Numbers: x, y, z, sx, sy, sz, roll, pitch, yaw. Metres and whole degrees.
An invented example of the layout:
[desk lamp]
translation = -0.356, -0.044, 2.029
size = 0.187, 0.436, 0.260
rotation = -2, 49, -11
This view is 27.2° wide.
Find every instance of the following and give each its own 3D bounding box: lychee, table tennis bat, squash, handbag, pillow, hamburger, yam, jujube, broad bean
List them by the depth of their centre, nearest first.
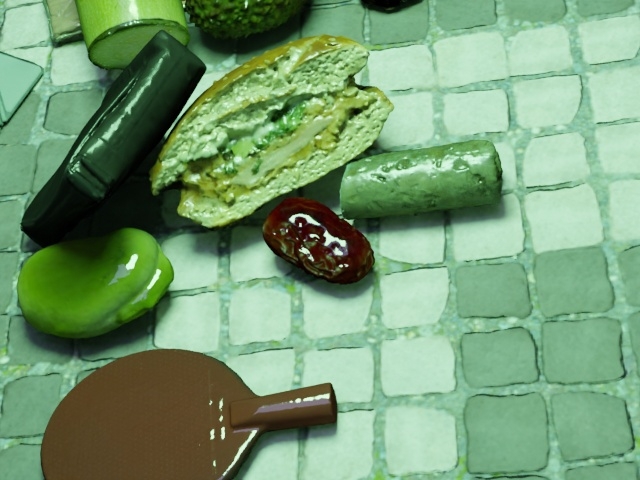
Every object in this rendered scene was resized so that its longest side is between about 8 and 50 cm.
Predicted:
[table tennis bat]
translation = -0.137, 0.190, 1.339
size = 0.310, 0.038, 0.200
rotation = -10, 53, 6
[jujube]
translation = 0.000, 0.000, 1.424
size = 0.129, 0.077, 0.077
rotation = 27, 65, 23
[yam]
translation = 0.111, -0.065, 1.445
size = 0.179, 0.078, 0.078
rotation = -8, 53, 11
[broad bean]
translation = -0.245, 0.049, 1.448
size = 0.174, 0.082, 0.124
rotation = -20, 52, 11
[handbag]
translation = -0.231, -0.102, 1.474
size = 0.080, 0.247, 0.223
rotation = 35, 65, -12
[hamburger]
translation = -0.067, -0.132, 1.483
size = 0.283, 0.144, 0.156
rotation = -29, 22, 3
[lychee]
translation = -0.095, -0.323, 1.632
size = 0.171, 0.171, 0.171
rotation = -6, 54, 9
[squash]
translation = -0.252, -0.345, 1.650
size = 0.132, 0.132, 0.247
rotation = -17, 73, 1
[pillow]
translation = -0.254, -0.336, 1.747
size = 0.232, 0.043, 0.126
rotation = -16, 58, -1

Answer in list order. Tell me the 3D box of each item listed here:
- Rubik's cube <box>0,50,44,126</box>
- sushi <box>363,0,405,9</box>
[Rubik's cube]
translation = -0.517, -0.165, 1.619
size = 0.228, 0.233, 0.229
rotation = -53, 9, 18
[sushi]
translation = 0.108, -0.355, 1.652
size = 0.150, 0.078, 0.090
rotation = -40, 62, -17
